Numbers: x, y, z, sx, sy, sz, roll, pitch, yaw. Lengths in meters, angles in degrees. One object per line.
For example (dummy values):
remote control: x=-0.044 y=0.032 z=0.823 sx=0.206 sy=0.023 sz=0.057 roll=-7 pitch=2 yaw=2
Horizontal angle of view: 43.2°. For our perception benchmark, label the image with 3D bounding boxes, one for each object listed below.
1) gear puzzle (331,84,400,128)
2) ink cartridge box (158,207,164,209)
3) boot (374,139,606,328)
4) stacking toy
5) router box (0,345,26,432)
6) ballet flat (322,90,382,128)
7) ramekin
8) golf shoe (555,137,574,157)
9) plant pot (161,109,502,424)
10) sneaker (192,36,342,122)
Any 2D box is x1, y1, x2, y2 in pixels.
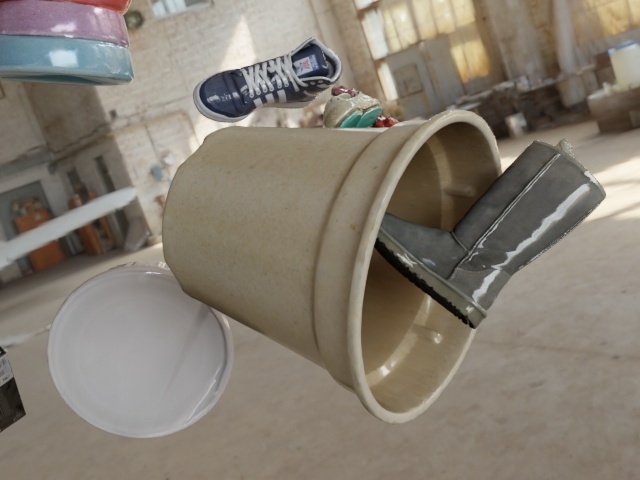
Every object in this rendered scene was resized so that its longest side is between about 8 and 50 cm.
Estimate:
gear puzzle: x=0.157 y=-0.132 z=1.308 sx=0.044 sy=0.338 sz=0.175 roll=-47 pitch=20 yaw=26
ink cartridge box: x=-0.180 y=0.002 z=1.398 sx=0.145 sy=0.045 sz=0.179 roll=16 pitch=-6 yaw=31
boot: x=0.170 y=-0.033 z=0.868 sx=0.208 sy=0.189 sz=0.076 roll=-49 pitch=-13 yaw=-5
stacking toy: x=-0.330 y=-0.166 z=0.684 sx=0.279 sy=0.131 sz=0.308 roll=9 pitch=10 yaw=44
router box: x=-0.384 y=0.123 z=0.878 sx=0.046 sy=0.133 sz=0.179 roll=-35 pitch=-19 yaw=-29
ballet flat: x=0.030 y=-0.162 z=1.039 sx=0.057 sy=0.052 sz=0.168 roll=-56 pitch=-9 yaw=22
ramekin: x=-0.269 y=0.155 z=1.243 sx=0.272 sy=0.273 sz=0.127 roll=-20 pitch=16 yaw=-2
golf shoe: x=0.407 y=-0.103 z=1.411 sx=0.085 sy=0.176 sz=0.069 roll=-12 pitch=50 yaw=7
plant pot: x=0.000 y=0.000 z=0.922 sx=0.305 sy=0.334 sz=0.333 roll=14 pitch=27 yaw=31
sneaker: x=-0.087 y=-0.296 z=1.478 sx=0.282 sy=0.099 sz=0.153 roll=-16 pitch=-6 yaw=-37
